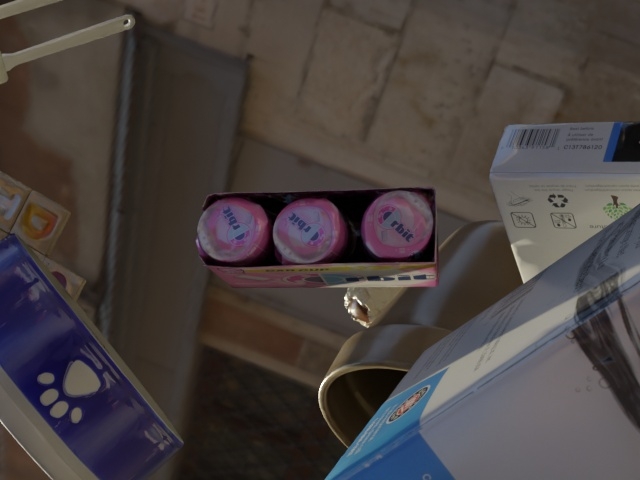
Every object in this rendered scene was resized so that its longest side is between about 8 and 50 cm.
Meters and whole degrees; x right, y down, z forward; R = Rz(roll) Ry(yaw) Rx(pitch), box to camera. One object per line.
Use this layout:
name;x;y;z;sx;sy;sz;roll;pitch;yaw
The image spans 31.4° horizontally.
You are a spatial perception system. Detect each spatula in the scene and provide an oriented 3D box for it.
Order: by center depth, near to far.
spatula;-0.319;-0.253;1.218;0.242;0.019;0.168;-24;-49;-20

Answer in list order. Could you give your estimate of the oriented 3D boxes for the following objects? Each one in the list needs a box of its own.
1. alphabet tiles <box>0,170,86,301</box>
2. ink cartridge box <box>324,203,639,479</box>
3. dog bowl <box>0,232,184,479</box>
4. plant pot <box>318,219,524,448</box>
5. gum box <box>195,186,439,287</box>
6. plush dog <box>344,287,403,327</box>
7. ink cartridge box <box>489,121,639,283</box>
alphabet tiles;-0.437;0.044;1.312;0.285;0.342;0.011;-62;-21;0
ink cartridge box;0.180;0.063;0.613;0.307;0.129;0.223;-38;-2;25
dog bowl;-0.249;0.125;1.077;0.104;0.265;0.265;-39;-8;-10
plant pot;0.198;0.137;1.397;0.323;0.323;0.280;107;-171;-59
gum box;0.000;0.000;0.914;0.107;0.188;0.062;57;-148;-77
plush dog;0.189;0.095;1.893;0.211;0.262;0.225;-59;-3;-5
ink cartridge box;0.251;0.048;0.883;0.065;0.165;0.333;-65;-35;-38
